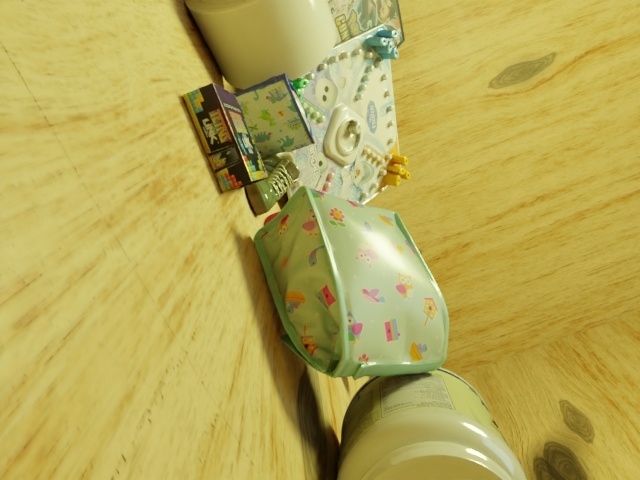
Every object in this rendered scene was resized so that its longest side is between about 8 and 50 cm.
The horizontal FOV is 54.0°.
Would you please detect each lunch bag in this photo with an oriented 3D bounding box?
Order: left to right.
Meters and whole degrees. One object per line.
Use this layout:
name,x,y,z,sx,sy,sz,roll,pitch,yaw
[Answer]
lunch bag,-0.096,-0.226,1.134,0.151,0.129,0.096,56,15,-58
lunch bag,0.051,0.078,0.897,0.223,0.160,0.262,10,48,-43

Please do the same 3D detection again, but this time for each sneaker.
sneaker,-0.078,-0.109,1.081,0.192,0.086,0.064,-99,167,-65

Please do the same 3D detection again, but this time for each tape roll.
tape roll,-0.107,-0.424,1.170,0.169,0.246,0.246,64,7,-46

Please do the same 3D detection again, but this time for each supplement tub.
supplement tub,0.139,0.313,0.829,0.325,0.235,0.235,-47,116,-84

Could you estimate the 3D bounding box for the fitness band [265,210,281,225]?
fitness band,-0.033,0.042,1.139,0.291,0.054,0.209,-66,135,-81

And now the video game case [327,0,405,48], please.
video game case,0.088,-0.492,1.381,0.035,0.248,0.274,23,-30,34

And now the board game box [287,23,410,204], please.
board game box,0.064,-0.230,1.393,0.050,0.390,0.389,18,-49,38

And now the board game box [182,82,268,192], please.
board game box,-0.131,-0.145,0.908,0.170,0.048,0.141,-73,143,-82
